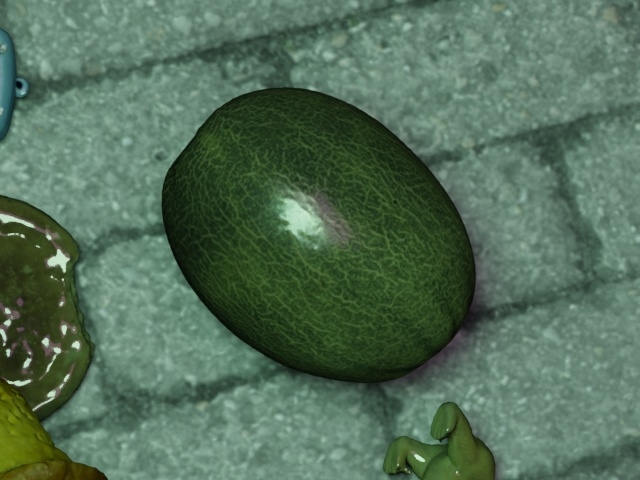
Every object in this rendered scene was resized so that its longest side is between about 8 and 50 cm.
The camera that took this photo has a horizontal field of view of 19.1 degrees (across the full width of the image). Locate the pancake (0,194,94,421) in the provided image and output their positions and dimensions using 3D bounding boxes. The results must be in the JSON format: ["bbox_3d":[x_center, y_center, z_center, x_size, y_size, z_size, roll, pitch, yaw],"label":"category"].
[{"bbox_3d":[-0.320,0.068,1.790,0.222,0.042,0.236,11,77,-9],"label":"pancake"}]

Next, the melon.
[{"bbox_3d":[0.000,0.000,1.751,0.302,0.237,0.237,40,75,-1],"label":"melon"}]

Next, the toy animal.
[{"bbox_3d":[0.116,0.271,1.790,0.101,0.103,0.218,21,69,-28],"label":"toy animal"}]

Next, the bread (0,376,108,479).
[{"bbox_3d":[-0.361,0.249,1.595,0.358,0.337,0.204,-24,73,-21],"label":"bread"}]

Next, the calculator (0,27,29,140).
[{"bbox_3d":[-0.387,-0.153,1.833,0.210,0.039,0.121,2,79,-8],"label":"calculator"}]
